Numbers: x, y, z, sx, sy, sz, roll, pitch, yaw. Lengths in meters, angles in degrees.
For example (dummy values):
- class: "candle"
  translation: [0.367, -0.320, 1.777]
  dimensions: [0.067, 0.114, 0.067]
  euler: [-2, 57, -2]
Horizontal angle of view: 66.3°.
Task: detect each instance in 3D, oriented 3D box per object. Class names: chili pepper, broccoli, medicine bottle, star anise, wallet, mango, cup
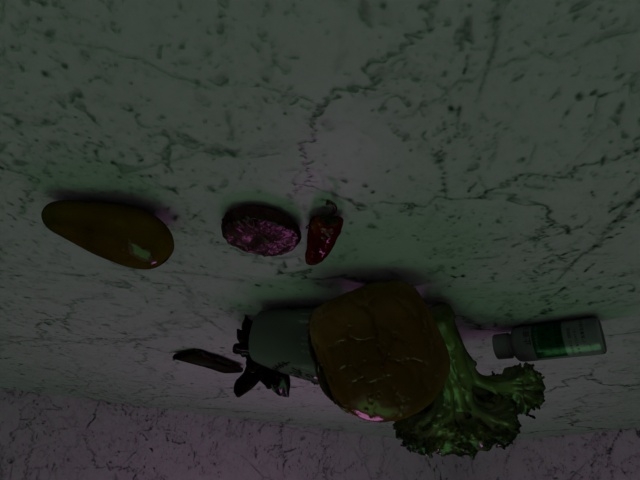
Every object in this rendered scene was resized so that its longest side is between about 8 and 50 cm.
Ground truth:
- class: "chili pepper"
  translation: [0.000, 0.000, 0.901]
  dimensions: [0.059, 0.050, 0.268]
  euler: [-6, 155, -15]
- class: "broccoli"
  translation: [0.305, 0.372, 1.238]
  dimensions: [0.397, 0.353, 0.275]
  euler: [37, 173, -25]
- class: "medicine bottle"
  translation: [0.582, 0.260, 1.261]
  dimensions: [0.260, 0.095, 0.095]
  euler: [-17, 145, 32]
- class: "star anise"
  translation: [-0.163, 0.336, 1.403]
  dimensions: [0.129, 0.212, 0.283]
  euler: [-31, 146, 28]
- class: "wallet"
  translation: [-0.404, 0.452, 1.811]
  dimensions: [0.137, 0.031, 0.255]
  euler: [-16, 147, 31]
- class: "mango"
  translation: [-0.373, -0.015, 0.873]
  dimensions: [0.228, 0.099, 0.136]
  euler: [16, 155, -5]
- class: "cup"
  translation: [-0.044, 0.276, 1.288]
  dimensions: [0.234, 0.186, 0.258]
  euler: [4, 156, 16]

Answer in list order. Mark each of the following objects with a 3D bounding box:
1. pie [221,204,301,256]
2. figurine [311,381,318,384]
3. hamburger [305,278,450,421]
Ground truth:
- class: "pie"
  translation: [-0.107, -0.016, 0.896]
  dimensions: [0.155, 0.036, 0.154]
  euler: [3, 152, 2]
- class: "figurine"
  translation: [0.036, 0.456, 1.670]
  dimensions: [0.275, 0.133, 0.194]
  euler: [13, 152, 5]
- class: "hamburger"
  translation: [0.121, 0.243, 1.061]
  dimensions: [0.319, 0.318, 0.158]
  euler: [3, 175, 3]
